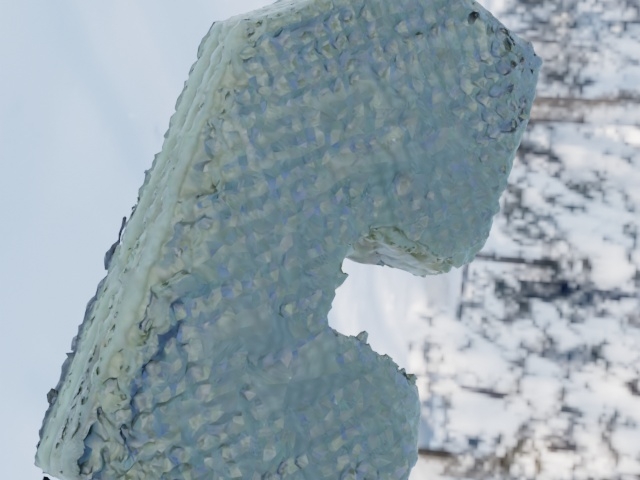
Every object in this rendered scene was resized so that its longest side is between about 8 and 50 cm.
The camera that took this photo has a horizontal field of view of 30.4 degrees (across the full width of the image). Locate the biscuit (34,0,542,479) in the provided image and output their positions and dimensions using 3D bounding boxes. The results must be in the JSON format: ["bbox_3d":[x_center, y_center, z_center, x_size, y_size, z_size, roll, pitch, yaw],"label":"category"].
[{"bbox_3d":[0.000,0.000,0.463,0.046,0.147,0.250,-4,-119,58],"label":"biscuit"}]
